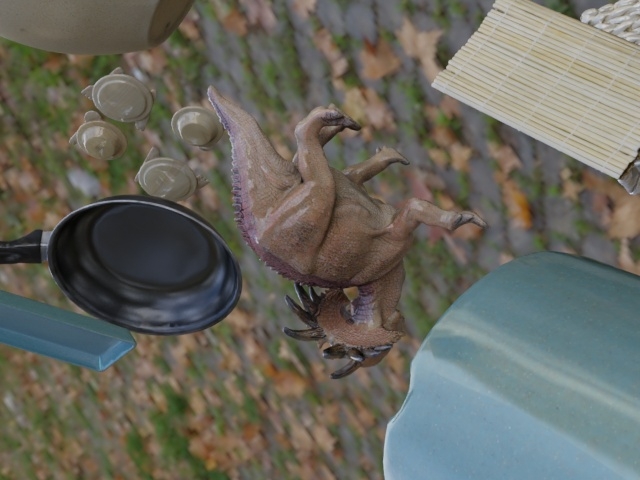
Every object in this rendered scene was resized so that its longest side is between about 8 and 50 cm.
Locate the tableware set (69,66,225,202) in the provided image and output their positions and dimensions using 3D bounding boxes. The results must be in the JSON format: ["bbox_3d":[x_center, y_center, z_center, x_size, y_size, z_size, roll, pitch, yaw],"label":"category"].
[{"bbox_3d":[-0.183,-0.110,1.487,0.169,0.020,0.141,27,133,-17],"label":"tableware set"}]

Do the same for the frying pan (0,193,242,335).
[{"bbox_3d":[-0.234,0.031,1.422,0.326,0.053,0.197,-7,134,18],"label":"frying pan"}]

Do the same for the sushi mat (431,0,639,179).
[{"bbox_3d":[0.271,-0.184,1.603,0.316,0.151,0.019,34,177,45],"label":"sushi mat"}]

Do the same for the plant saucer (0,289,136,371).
[{"bbox_3d":[-0.244,0.062,1.112,0.192,0.018,0.067,21,145,-27],"label":"plant saucer"}]

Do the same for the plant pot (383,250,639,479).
[{"bbox_3d":[0.241,0.177,0.950,0.334,0.341,0.341,30,147,45],"label":"plant pot"}]

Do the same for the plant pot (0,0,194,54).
[{"bbox_3d":[-0.234,-0.316,1.549,0.191,0.284,0.284,31,154,7],"label":"plant pot"}]

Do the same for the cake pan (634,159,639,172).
[{"bbox_3d":[0.491,-0.134,1.610,0.054,0.293,0.293,62,158,-4],"label":"cake pan"}]

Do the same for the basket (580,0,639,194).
[{"bbox_3d":[0.607,-0.256,2.273,0.331,0.328,0.266,18,-123,-71],"label":"basket"}]

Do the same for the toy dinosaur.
[{"bbox_3d":[0.000,0.000,1.206,0.296,0.200,0.127,35,-174,-22],"label":"toy dinosaur"}]
